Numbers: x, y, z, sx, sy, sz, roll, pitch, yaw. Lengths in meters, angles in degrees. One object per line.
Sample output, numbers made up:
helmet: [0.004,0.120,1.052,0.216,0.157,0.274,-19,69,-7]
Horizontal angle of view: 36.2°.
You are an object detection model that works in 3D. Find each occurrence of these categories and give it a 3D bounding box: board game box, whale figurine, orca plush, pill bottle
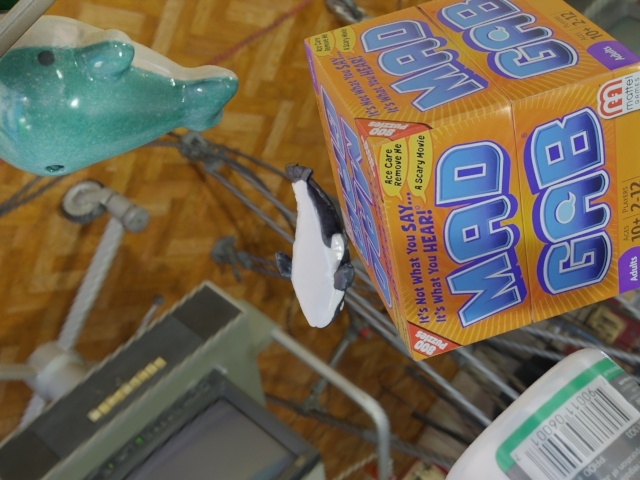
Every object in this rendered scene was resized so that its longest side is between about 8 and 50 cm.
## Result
board game box: [0.218,-0.117,1.403,0.356,0.356,0.356,-17,125,-5]
whale figurine: [-0.224,-0.135,1.020,0.272,0.141,0.216,4,160,-20]
orca plush: [0.000,0.000,1.682,0.102,0.151,0.287,-30,103,-52]
pill bottle: [0.295,0.285,0.843,0.204,0.361,0.204,-35,156,-18]

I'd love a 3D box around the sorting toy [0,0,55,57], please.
sorting toy: [-0.254,-0.230,0.796,0.307,0.229,0.041,-44,129,5]
